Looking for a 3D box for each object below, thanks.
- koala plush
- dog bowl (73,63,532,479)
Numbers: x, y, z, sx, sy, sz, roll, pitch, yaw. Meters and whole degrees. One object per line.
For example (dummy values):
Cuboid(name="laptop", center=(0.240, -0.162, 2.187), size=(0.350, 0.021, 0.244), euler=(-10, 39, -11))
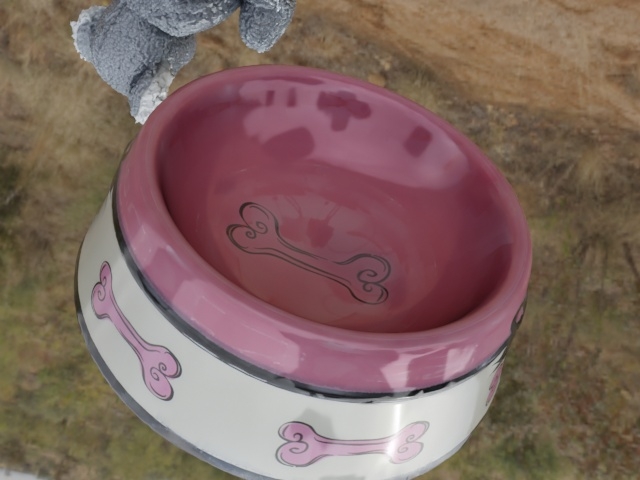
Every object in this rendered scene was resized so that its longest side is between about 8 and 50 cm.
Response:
Cuboid(name="koala plush", center=(-0.185, -0.257, 0.852), size=(0.196, 0.221, 0.203), euler=(49, -160, 20))
Cuboid(name="dog bowl", center=(0.000, 0.000, 0.663), size=(0.408, 0.408, 0.150), euler=(14, 134, -8))
